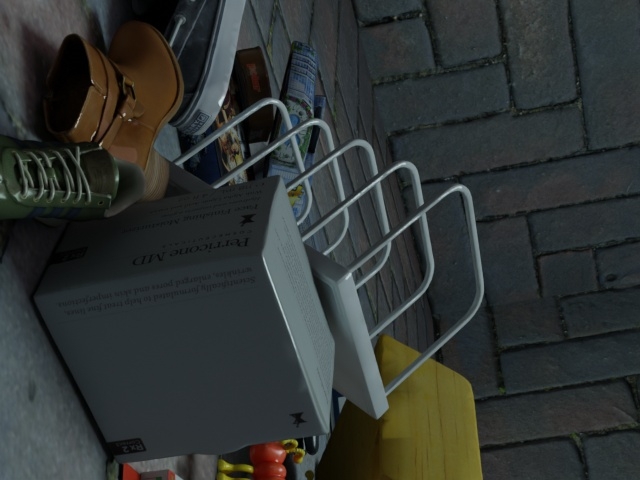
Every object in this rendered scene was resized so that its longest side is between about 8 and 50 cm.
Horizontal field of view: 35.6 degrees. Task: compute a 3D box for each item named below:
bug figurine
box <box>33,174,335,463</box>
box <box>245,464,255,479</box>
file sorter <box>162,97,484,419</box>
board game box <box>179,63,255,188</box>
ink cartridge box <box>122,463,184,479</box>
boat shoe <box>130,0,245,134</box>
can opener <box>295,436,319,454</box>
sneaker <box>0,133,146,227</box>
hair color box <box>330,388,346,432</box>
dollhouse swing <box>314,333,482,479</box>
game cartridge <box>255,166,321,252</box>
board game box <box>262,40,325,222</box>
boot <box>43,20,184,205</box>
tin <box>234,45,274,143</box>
[{"bbox_3d":[-0.026,0.318,1.024,0.279,0.072,0.216,62,20,-60],"label":"bug figurine"},{"bbox_3d":[-0.097,0.065,0.789,0.119,0.181,0.182,-84,161,-56],"label":"box"},{"bbox_3d":[-0.063,0.347,1.100,0.186,0.038,0.145,-54,134,-74],"label":"box"},{"bbox_3d":[0.000,0.000,0.996,0.278,0.173,0.193,30,-31,39],"label":"file sorter"},{"bbox_3d":[-0.123,-0.111,1.200,0.165,0.042,0.243,-21,100,-80],"label":"board game box"},{"bbox_3d":[-0.135,0.231,0.849,0.115,0.029,0.063,64,20,-58],"label":"ink cartridge box"},{"bbox_3d":[-0.147,-0.248,1.048,0.102,0.108,0.301,25,52,-29],"label":"boat shoe"},{"bbox_3d":[-0.031,0.209,1.400,0.059,0.073,0.186,-13,-98,62],"label":"can opener"},{"bbox_3d":[-0.184,-0.047,0.690,0.192,0.086,0.064,18,63,-78],"label":"sneaker"},{"bbox_3d":[0.106,0.359,1.808,0.347,0.105,0.174,57,25,-64],"label":"hair color box"},{"bbox_3d":[0.161,0.356,1.202,0.315,0.305,0.347,-85,-169,-54],"label":"dollhouse swing"},{"bbox_3d":[-0.040,0.025,1.499,0.198,0.062,0.297,-52,131,-71],"label":"game cartridge"},{"bbox_3d":[-0.034,-0.123,1.279,0.194,0.060,0.194,-87,-169,-52],"label":"board game box"},{"bbox_3d":[-0.180,-0.138,0.856,0.152,0.073,0.197,49,29,-62],"label":"boot"},{"bbox_3d":[-0.092,-0.189,1.322,0.189,0.040,0.106,133,-58,-79],"label":"tin"}]
